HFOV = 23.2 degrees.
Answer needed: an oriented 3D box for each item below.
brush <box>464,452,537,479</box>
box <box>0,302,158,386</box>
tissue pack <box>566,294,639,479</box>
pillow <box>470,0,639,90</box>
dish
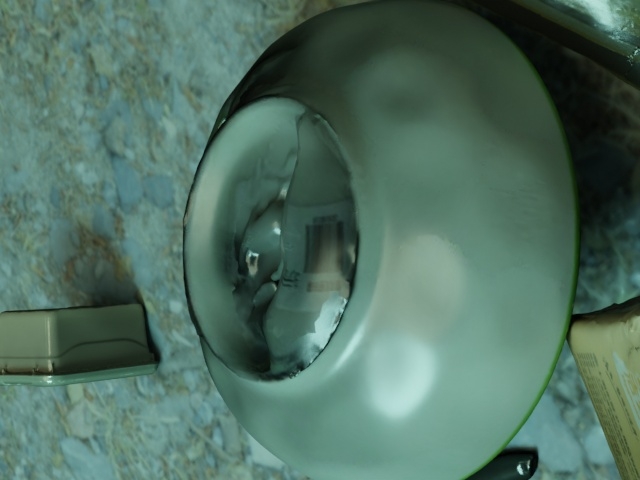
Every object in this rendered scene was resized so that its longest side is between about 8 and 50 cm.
[{"bbox_3d":[0.083,0.186,1.135,0.193,0.016,0.063,-26,87,42],"label":"brush"},{"bbox_3d":[-0.203,0.085,1.280,0.089,0.122,0.062,-5,89,41],"label":"box"},{"bbox_3d":[0.296,0.146,0.836,0.238,0.238,0.305,-23,87,42],"label":"tissue pack"},{"bbox_3d":[0.149,-0.219,0.903,0.208,0.052,0.212,28,120,8],"label":"pillow"},{"bbox_3d":[0.000,0.000,0.971,0.324,0.124,0.324,-6,82,50],"label":"dish"}]
